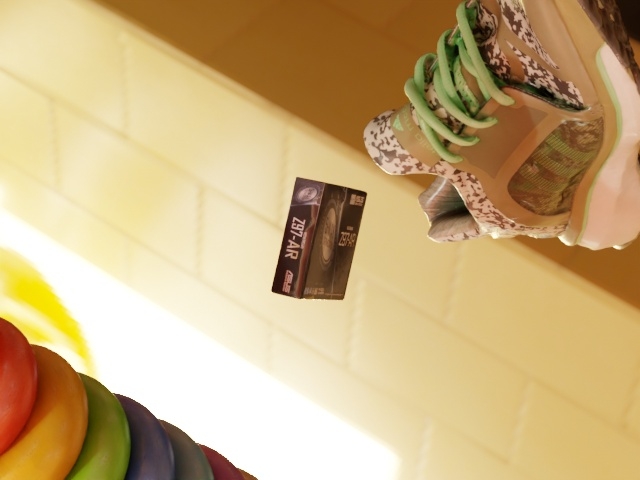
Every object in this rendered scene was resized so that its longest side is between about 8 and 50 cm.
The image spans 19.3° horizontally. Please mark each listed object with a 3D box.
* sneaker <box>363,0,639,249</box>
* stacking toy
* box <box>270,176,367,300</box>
[{"bbox_3d":[0.118,-0.089,1.266,0.182,0.158,0.410,-17,150,2],"label":"sneaker"},{"bbox_3d":[-0.145,0.106,0.955,0.141,0.141,0.330,-54,137,-15],"label":"stacking toy"},{"bbox_3d":[0.000,0.000,1.071,0.083,0.018,0.067,9,94,-72],"label":"box"}]
